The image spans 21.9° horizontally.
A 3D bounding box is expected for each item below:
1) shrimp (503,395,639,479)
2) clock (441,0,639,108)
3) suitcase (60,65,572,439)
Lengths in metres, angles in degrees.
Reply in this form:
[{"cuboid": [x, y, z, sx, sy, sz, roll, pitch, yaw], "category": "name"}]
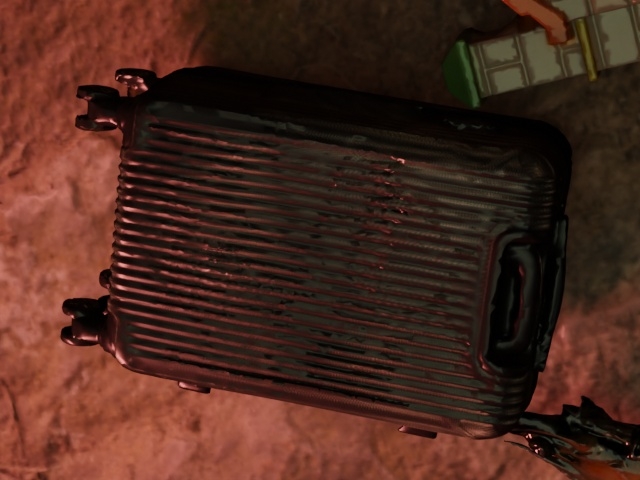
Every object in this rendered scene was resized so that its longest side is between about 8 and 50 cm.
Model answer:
[{"cuboid": [0.253, 0.094, 1.068, 0.262, 0.051, 0.198, 17, 100, 3], "category": "shrimp"}, {"cuboid": [0.169, -0.208, 0.970, 0.255, 0.106, 0.220, -13, 101, 14], "category": "clock"}, {"cuboid": [0.000, 0.000, 1.042, 0.312, 0.128, 0.202, 10, 106, 12], "category": "suitcase"}]
